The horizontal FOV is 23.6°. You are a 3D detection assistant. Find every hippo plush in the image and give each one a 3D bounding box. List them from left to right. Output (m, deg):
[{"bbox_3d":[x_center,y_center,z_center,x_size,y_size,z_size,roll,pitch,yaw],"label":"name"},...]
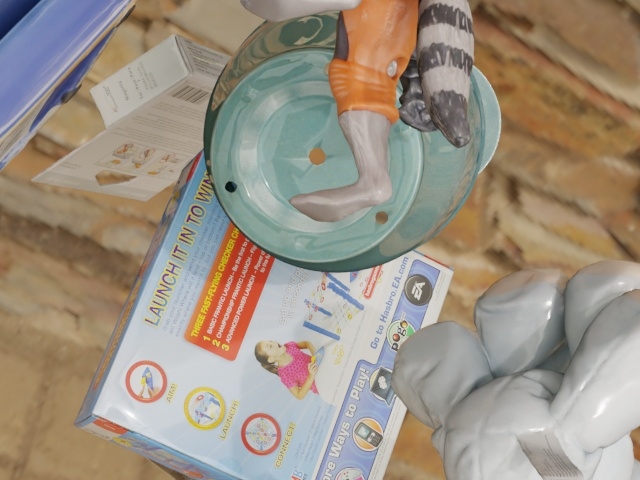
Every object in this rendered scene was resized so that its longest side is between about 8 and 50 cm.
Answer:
[{"bbox_3d":[0.201,0.172,1.108,0.236,0.234,0.294,58,13,-23],"label":"hippo plush"}]

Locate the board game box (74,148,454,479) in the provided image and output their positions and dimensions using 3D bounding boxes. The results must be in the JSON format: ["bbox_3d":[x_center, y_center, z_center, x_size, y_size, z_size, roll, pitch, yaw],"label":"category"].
[{"bbox_3d":[-0.052,0.108,1.572,0.302,0.086,0.308,27,68,-13],"label":"board game box"}]

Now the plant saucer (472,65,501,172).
[{"bbox_3d":[0.149,-0.161,2.092,0.195,0.037,0.195,0,88,-8],"label":"plant saucer"}]

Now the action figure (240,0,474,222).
[{"bbox_3d":[0.076,-0.166,1.013,0.330,0.178,0.341,-65,144,-32],"label":"action figure"}]

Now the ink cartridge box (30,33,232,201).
[{"bbox_3d":[-0.193,-0.140,1.841,0.060,0.239,0.275,65,19,14],"label":"ink cartridge box"}]

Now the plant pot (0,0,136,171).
[{"bbox_3d":[-0.261,-0.141,0.967,0.212,0.236,0.236,41,60,-7],"label":"plant pot"}]

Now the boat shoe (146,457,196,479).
[{"bbox_3d":[-0.177,0.252,1.863,0.068,0.072,0.190,-39,94,-5],"label":"boat shoe"}]

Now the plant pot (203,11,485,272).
[{"bbox_3d":[0.010,-0.091,1.396,0.271,0.272,0.255,41,12,0],"label":"plant pot"}]
